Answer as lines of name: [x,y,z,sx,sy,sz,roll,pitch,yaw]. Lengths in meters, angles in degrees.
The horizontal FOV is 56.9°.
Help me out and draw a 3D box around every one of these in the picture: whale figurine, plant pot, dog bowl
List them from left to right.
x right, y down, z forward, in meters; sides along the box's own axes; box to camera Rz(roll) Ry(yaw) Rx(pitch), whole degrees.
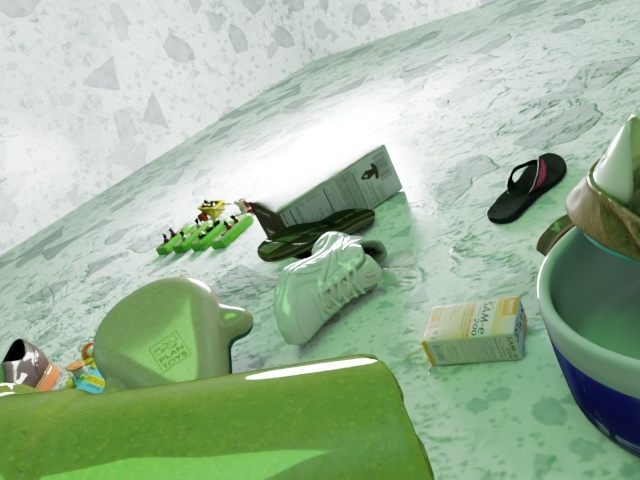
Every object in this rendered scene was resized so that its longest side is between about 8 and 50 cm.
whale figurine: [-0.171,0.169,0.752,0.216,0.141,0.272,-34,48,-18]
plant pot: [-0.056,0.190,0.362,0.254,0.276,0.276,-15,22,-3]
dog bowl: [0.318,0.053,0.466,0.265,0.104,0.265,-22,23,10]

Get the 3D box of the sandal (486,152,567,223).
sandal: [0.305,-0.088,0.869,0.179,0.040,0.067,-40,26,-30]

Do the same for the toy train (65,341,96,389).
toy train: [-0.357,0.188,0.979,0.125,0.046,0.166,-20,23,15]

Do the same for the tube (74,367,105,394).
tube: [-0.346,0.244,0.847,0.080,0.052,0.207,17,37,19]

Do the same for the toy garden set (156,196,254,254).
toy garden set: [-0.251,-0.050,1.379,0.244,0.049,0.204,-6,30,40]

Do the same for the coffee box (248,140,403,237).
coffee box: [0.009,-0.085,1.107,0.246,0.098,0.141,-33,23,-16]

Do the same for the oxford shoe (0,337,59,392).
oxford shoe: [-0.506,0.255,0.924,0.097,0.098,0.271,-25,22,3]

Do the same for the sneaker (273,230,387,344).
sneaker: [0.022,0.054,0.811,0.115,0.090,0.232,-6,30,33]

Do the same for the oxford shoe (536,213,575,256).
oxford shoe: [0.349,-0.017,0.660,0.212,0.076,0.076,-29,52,-12]

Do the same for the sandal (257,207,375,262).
sandal: [0.000,0.000,0.999,0.219,0.060,0.090,-22,24,-29]

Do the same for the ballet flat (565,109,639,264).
ballet flat: [0.259,-0.025,0.397,0.116,0.124,0.342,-22,23,9]

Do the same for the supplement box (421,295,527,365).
supplement box: [0.164,0.096,0.626,0.098,0.036,0.062,-12,27,30]
